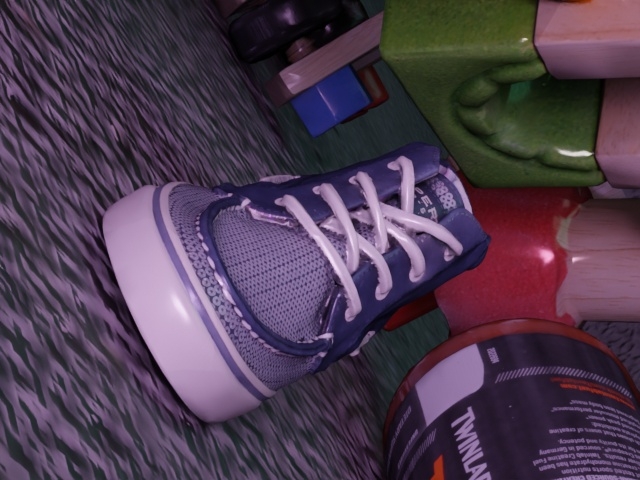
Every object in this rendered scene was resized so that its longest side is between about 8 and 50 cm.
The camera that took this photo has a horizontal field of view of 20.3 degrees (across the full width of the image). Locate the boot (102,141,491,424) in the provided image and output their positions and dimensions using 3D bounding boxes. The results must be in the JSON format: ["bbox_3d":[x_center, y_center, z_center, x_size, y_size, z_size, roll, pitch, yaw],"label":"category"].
[{"bbox_3d":[0.000,0.000,0.517,0.069,0.086,0.190,63,7,0],"label":"boot"}]

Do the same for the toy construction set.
[{"bbox_3d":[0.082,-0.130,0.956,0.309,0.237,0.257,66,8,23],"label":"toy construction set"}]

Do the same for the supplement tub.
[{"bbox_3d":[0.084,0.116,0.616,0.106,0.106,0.198,59,8,-27],"label":"supplement tub"}]

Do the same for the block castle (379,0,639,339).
[{"bbox_3d":[0.056,-0.165,0.646,0.453,0.213,0.303,46,50,-58],"label":"block castle"}]
